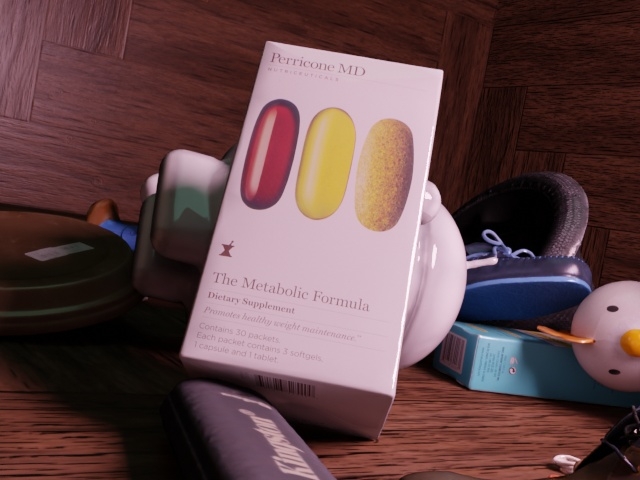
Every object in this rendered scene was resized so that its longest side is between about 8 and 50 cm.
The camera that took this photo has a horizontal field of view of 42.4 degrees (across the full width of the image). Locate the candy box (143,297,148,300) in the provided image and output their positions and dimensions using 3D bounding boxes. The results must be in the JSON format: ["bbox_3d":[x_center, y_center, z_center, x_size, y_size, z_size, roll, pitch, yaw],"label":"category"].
[{"bbox_3d":[-0.281,0.046,0.978,0.109,0.053,0.187,10,1,6],"label":"candy box"}]

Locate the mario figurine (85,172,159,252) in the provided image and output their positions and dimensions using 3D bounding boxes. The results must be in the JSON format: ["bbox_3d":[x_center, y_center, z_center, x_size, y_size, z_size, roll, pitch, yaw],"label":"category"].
[{"bbox_3d":[-0.151,0.006,1.131,0.321,0.170,0.198,9,0,18],"label":"mario figurine"}]

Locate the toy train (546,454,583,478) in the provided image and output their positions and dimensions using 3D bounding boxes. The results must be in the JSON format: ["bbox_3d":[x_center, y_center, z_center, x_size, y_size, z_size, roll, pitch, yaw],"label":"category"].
[{"bbox_3d":[0.198,0.154,0.536,0.125,0.046,0.166,11,3,19],"label":"toy train"}]

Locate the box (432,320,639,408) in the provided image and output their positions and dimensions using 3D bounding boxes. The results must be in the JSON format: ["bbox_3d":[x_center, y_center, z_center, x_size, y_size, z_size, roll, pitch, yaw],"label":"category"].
[{"bbox_3d":[0.260,0.140,0.930,0.244,0.060,0.100,9,3,-17],"label":"box"}]

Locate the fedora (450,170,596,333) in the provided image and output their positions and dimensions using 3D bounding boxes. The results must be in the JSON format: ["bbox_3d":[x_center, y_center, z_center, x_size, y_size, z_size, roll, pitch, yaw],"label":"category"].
[{"bbox_3d":[0.260,0.058,1.128,0.152,0.334,0.334,41,-8,-19],"label":"fedora"}]

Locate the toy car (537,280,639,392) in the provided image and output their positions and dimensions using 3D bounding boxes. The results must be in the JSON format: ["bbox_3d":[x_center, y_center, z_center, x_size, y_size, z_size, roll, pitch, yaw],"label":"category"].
[{"bbox_3d":[0.335,0.095,0.804,0.238,0.219,0.210,-4,0,14],"label":"toy car"}]

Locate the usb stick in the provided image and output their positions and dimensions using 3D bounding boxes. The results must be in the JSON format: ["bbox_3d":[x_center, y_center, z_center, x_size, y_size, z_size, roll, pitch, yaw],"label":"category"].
[{"bbox_3d":[-0.027,0.120,0.400,0.077,0.045,0.278,10,2,-18],"label":"usb stick"}]

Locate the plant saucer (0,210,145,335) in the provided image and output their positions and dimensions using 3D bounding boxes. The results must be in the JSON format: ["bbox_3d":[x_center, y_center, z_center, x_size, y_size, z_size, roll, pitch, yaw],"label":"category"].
[{"bbox_3d":[-0.310,0.021,0.823,0.278,0.041,0.278,8,16,-2],"label":"plant saucer"}]

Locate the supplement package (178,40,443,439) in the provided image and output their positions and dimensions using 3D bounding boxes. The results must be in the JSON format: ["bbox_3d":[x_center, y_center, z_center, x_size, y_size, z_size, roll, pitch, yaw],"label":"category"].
[{"bbox_3d":[0.000,0.000,0.599,0.139,0.244,0.134,10,-24,3],"label":"supplement package"}]

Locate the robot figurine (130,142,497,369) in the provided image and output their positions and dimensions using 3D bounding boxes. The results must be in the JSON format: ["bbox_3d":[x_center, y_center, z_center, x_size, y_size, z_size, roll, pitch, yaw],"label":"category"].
[{"bbox_3d":[-0.003,0.021,0.831,0.353,0.199,0.300,14,-34,-19],"label":"robot figurine"}]

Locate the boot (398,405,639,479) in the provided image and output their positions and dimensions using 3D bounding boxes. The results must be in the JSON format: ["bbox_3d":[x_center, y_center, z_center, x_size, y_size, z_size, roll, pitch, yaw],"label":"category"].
[{"bbox_3d":[0.146,0.119,0.421,0.219,0.106,0.082,10,2,2],"label":"boot"}]

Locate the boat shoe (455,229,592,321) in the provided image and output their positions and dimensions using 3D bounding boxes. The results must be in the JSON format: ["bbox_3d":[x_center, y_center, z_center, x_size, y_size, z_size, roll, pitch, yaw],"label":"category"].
[{"bbox_3d":[0.179,0.036,0.943,0.258,0.089,0.109,-7,-35,34],"label":"boat shoe"}]
